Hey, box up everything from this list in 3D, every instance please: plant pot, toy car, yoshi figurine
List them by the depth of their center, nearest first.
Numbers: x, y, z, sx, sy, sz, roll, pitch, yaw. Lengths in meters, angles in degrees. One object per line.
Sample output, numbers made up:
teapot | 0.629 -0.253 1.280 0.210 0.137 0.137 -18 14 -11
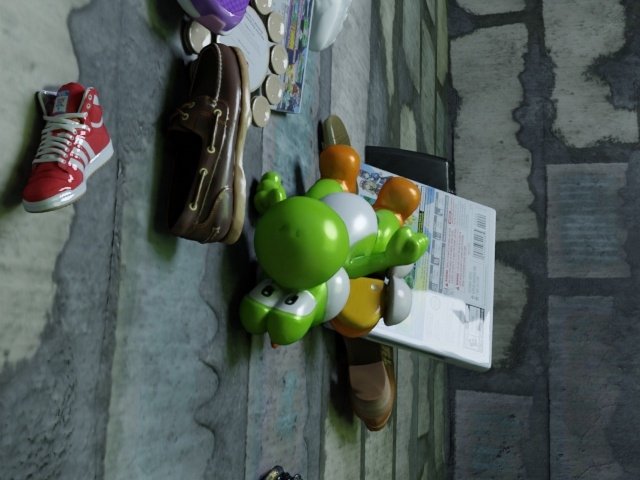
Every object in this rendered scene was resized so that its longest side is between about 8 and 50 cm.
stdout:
yoshi figurine | 0.015 -0.017 1.023 0.203 0.204 0.362 63 33 -18
toy car | 0.057 0.063 1.238 0.136 0.159 0.181 106 -9 -64
plant pot | 0.195 -0.102 1.681 0.187 0.167 0.188 -1 89 -75

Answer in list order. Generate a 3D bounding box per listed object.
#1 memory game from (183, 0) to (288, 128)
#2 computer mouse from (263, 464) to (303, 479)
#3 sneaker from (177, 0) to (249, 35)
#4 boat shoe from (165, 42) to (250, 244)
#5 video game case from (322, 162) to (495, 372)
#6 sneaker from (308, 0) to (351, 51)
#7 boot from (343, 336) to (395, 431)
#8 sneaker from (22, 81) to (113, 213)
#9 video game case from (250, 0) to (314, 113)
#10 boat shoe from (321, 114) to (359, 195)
memory game | -0.090 -0.213 0.886 0.186 0.012 0.186 -9 101 -58
computer mouse | -0.056 0.378 0.969 0.262 0.060 0.183 9 82 -74
sneaker | -0.080 -0.311 0.794 0.095 0.105 0.236 36 49 -41
boat shoe | -0.112 -0.100 0.775 0.073 0.073 0.206 8 72 -32
video game case | 0.166 0.041 1.401 0.036 0.300 0.328 128 -24 -55
sneaker | -0.004 -0.397 1.168 0.095 0.090 0.234 2 106 -32
boot | 0.096 0.196 1.449 0.220 0.109 0.283 76 8 -61
sneaker | -0.184 -0.070 0.567 0.118 0.042 0.067 -79 166 -59
video game case | -0.050 -0.268 1.029 0.183 0.023 0.201 -19 117 -73
boat shoe | 0.023 -0.131 1.319 0.056 0.048 0.152 -49 131 -49
